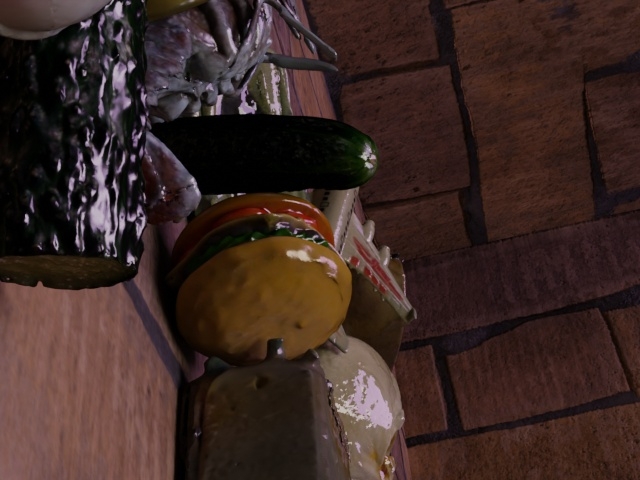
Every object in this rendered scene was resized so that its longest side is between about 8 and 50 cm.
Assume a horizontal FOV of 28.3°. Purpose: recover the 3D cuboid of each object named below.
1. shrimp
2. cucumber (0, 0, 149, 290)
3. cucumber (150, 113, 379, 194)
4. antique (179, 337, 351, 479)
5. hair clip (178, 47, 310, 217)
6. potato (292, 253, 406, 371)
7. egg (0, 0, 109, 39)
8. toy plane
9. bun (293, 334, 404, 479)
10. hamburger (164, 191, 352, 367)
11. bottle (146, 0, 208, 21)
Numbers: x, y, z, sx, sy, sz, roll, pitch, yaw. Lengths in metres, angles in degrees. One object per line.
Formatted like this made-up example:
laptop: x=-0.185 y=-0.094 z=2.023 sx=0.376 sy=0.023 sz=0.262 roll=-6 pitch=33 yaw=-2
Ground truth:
shrimp: x=-0.098 y=-0.144 z=1.009 sx=0.166 sy=0.221 sz=0.410 roll=51 pitch=31 yaw=-8
cucumber: x=-0.134 y=-0.152 z=0.705 sx=0.096 sy=0.096 sz=0.360 roll=60 pitch=30 yaw=-70
cucumber: x=-0.052 y=-0.075 z=1.106 sx=0.074 sy=0.241 sz=0.075 roll=-2 pitch=92 yaw=-54
antique: x=-0.038 y=0.211 z=0.985 sx=0.150 sy=0.125 sz=0.284 roll=72 pitch=8 yaw=-45
hair clip: x=-0.076 y=-0.042 z=1.254 sx=0.091 sy=0.138 sz=0.321 roll=-35 pitch=-118 yaw=56
potato: x=0.014 y=0.123 z=1.474 sx=0.243 sy=0.138 sz=0.098 roll=104 pitch=-16 yaw=-47
egg: x=-0.147 y=-0.202 z=0.584 sx=0.183 sy=0.183 sz=0.217 roll=-79 pitch=159 yaw=-75
toy plane: x=0.000 y=0.000 z=1.368 sx=0.104 sy=0.241 sz=0.256 roll=-57 pitch=-166 yaw=37
bun: x=0.030 y=0.212 z=1.347 sx=0.222 sy=0.127 sz=0.222 roll=-23 pitch=116 yaw=-60
hamburger: x=-0.054 y=0.034 z=1.092 sx=0.162 sy=0.162 sz=0.115 roll=71 pitch=0 yaw=-48
bottle: x=-0.151 y=-0.338 z=0.860 sx=0.171 sy=0.171 sz=0.351 roll=-94 pitch=170 yaw=-55
